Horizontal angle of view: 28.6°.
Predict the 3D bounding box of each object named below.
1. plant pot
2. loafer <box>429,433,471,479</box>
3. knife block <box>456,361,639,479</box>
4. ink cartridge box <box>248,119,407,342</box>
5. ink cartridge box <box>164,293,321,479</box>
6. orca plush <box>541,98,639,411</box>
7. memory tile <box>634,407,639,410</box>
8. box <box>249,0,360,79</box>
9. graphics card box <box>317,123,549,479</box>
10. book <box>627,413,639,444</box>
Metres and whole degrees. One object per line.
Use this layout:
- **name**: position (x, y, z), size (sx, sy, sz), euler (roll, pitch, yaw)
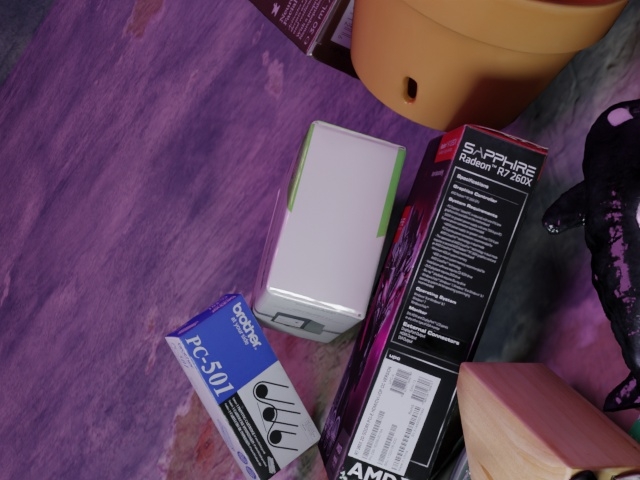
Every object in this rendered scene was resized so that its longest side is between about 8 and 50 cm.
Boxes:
- **plant pot**: position (0.153, -0.249, 1.305), size (0.291, 0.291, 0.203), euler (-100, 25, -43)
- **loafer**: position (0.121, 0.281, 1.210), size (0.267, 0.096, 0.084), euler (-58, 10, 8)
- **knife block**: position (0.212, 0.188, 1.007), size (0.242, 0.088, 0.275), euler (124, 144, -56)
- **ink cartridge box**: position (0.000, 0.000, 1.459), size (0.273, 0.115, 0.198), euler (128, 157, -77)
- **ink cartridge box**: position (-0.090, 0.175, 1.489), size (0.097, 0.207, 0.046), euler (-36, 15, -27)
- **orca plush**: position (0.241, 0.003, 1.083), size (0.151, 0.102, 0.287), euler (65, -152, -74)
- **memory tile**: position (0.317, 0.101, 1.014), size (0.148, 0.012, 0.113), euler (-51, 29, 11)
- **box**: position (0.017, -0.369, 1.741), size (0.191, 0.143, 0.381), euler (-62, 27, 14)
- **graphics card box**: position (0.104, 0.072, 1.269), size (0.233, 0.094, 0.371), euler (-156, 85, -86)
- **book**: position (0.290, 0.200, 1.012), size (0.096, 0.035, 0.144), euler (-61, 27, 12)
